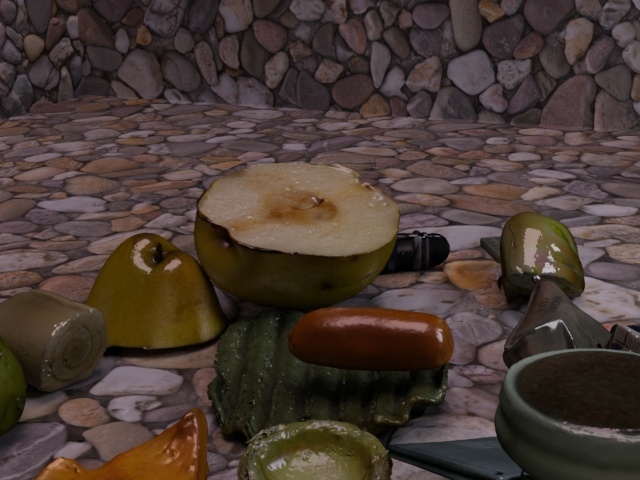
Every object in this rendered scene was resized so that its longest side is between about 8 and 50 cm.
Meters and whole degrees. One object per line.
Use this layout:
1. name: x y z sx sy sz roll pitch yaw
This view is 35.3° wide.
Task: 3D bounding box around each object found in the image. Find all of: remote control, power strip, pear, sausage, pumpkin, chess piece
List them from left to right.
1. pumpkin: -0.240 0.313 1.149 0.290 0.095 0.258 -12 25 -17
2. pear: -0.290 0.074 1.734 0.267 0.178 0.267 0 15 0
3. pear: -0.046 0.015 1.788 0.386 0.191 0.340 -17 39 -39
4. sausage: 0.070 0.139 1.431 0.238 0.098 0.098 0 19 15
5. remote control: 0.122 0.020 1.981 0.266 0.090 0.066 -5 36 -12
6. power strip: 0.372 0.020 2.074 0.051 0.019 0.136 -3 19 -9
7. chess piece: 0.256 0.267 0.926 0.195 0.299 0.194 -1 18 0

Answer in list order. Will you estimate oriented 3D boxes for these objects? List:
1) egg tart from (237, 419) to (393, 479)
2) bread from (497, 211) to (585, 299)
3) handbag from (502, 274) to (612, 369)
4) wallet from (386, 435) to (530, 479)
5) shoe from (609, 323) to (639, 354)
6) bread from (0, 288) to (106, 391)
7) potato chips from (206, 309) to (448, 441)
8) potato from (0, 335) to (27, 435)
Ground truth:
1. egg tart: -0.007 0.293 1.217 0.197 0.078 0.197 -2 21 1
2. bread: 0.405 0.025 1.847 0.158 0.156 0.260 -1 19 7
3. handbag: 0.358 0.163 1.499 0.182 0.117 0.270 43 28 2
4. wallet: 0.255 0.255 1.154 0.290 0.054 0.251 0 -5 -23
5. shoe: 0.520 0.171 1.566 0.071 0.064 0.143 -3 16 -40
6. bread: -0.427 0.156 1.562 0.141 0.134 0.148 15 33 29
7. potato chips: 0.012 0.194 1.518 0.358 0.070 0.429 -3 19 2
8. potato: -0.521 0.202 1.425 0.186 0.148 0.253 -26 35 -17
